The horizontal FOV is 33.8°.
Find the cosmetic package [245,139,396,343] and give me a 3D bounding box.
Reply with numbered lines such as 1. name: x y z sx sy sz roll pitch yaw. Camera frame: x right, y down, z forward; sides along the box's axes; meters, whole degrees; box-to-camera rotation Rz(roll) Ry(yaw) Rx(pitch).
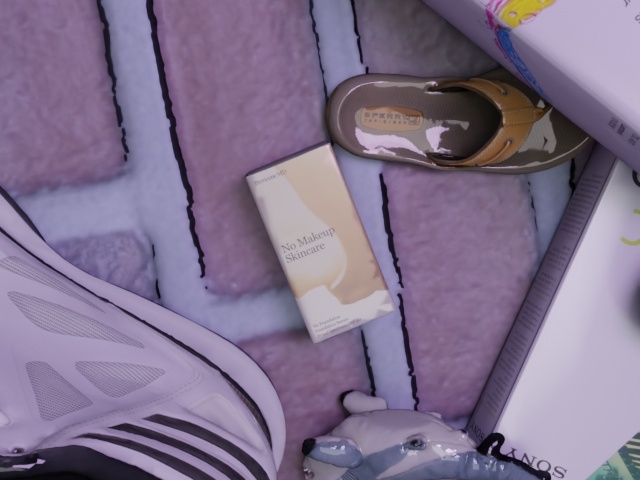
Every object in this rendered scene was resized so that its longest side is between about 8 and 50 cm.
1. cosmetic package: 0.000 0.000 0.668 0.060 0.041 0.115 -23 98 0

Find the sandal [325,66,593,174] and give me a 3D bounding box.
1. sandal: 0.094 -0.077 0.659 0.180 0.049 0.072 0 97 -3

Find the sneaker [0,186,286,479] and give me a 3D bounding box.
1. sneaker: -0.219 0.057 0.554 0.447 0.257 0.169 26 95 -6

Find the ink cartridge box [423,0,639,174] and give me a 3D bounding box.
1. ink cartridge box: 0.168 -0.180 0.582 0.278 0.117 0.201 41 93 10

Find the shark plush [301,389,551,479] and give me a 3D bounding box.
1. shark plush: 0.064 0.139 0.666 0.161 0.073 0.067 -4 109 14

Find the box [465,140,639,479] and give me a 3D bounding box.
1. box: 0.261 0.041 0.679 0.232 0.058 0.322 22 96 -5
